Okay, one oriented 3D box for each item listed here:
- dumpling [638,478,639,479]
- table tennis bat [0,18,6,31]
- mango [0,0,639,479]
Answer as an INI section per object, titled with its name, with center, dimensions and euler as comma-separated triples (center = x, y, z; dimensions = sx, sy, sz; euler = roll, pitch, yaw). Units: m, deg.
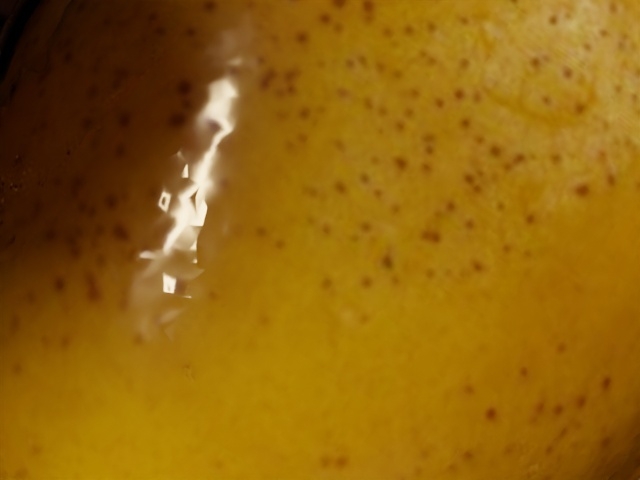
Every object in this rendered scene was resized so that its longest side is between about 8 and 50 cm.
[dumpling]
center = 0.075, 0.105, 0.753
dimensions = 0.179, 0.131, 0.252
euler = -25, 124, -24
[table tennis bat]
center = -0.129, -0.046, 0.546
dimensions = 0.083, 0.007, 0.050
euler = -20, 148, 1
[mango]
center = 0.000, 0.000, 0.461
dimensions = 0.191, 0.290, 0.160
euler = 31, 164, -20
